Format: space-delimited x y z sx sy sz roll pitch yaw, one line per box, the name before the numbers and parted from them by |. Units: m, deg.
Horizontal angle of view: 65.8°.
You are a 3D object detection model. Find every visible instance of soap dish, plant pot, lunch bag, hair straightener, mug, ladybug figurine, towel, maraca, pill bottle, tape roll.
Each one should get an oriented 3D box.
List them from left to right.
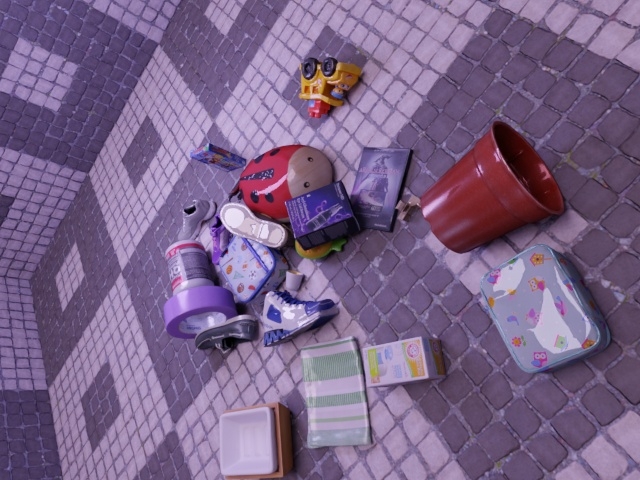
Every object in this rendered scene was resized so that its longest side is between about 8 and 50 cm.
pill bottle | -0.550 0.168 2.109 0.176 0.176 0.319 -42 53 26
tape roll | -0.467 0.284 1.931 0.274 0.274 0.090 -38 54 28
hair straightener | -0.311 -0.226 2.065 0.047 0.089 0.231 13 66 38
lunch bag | -0.264 0.083 1.919 0.243 0.115 0.303 -53 50 15
soap dish | -0.219 0.688 1.695 0.290 0.118 0.229 -23 64 36
ladybug figurine | -0.159 -0.223 1.874 0.449 0.161 0.305 -8 73 41
mug | -0.096 0.146 1.792 0.062 0.078 0.064 12 96 11
maraca | 0.000 0.000 1.713 0.185 0.099 0.127 -11 73 15
towel | 0.038 0.482 1.575 0.247 0.038 0.325 -21 64 36
plant pot | 0.419 -0.113 1.263 0.265 0.272 0.273 -39 54 39
lunch bag | 0.519 0.163 1.177 0.224 0.107 0.279 -40 52 33

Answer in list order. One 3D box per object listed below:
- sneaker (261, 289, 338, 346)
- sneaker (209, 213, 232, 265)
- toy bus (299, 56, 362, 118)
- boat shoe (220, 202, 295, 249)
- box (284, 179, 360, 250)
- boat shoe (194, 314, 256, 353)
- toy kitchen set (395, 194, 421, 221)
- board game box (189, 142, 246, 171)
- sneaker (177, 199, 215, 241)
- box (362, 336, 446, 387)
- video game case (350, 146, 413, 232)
sneaker | -0.107 0.237 1.700 0.315 0.127 0.182 -31 70 34
sneaker | -0.430 -0.013 2.103 0.095 0.104 0.237 13 88 42
toy bus | 0.026 -0.557 1.827 0.220 0.149 0.212 15 102 41
boat shoe | -0.237 -0.052 1.847 0.324 0.096 0.117 23 92 29
box | 0.007 -0.082 1.631 0.207 0.108 0.153 -22 60 6
boat shoe | -0.379 0.385 1.934 0.319 0.116 0.099 -27 57 29
toy kitchen set | 0.279 -0.089 1.497 0.075 0.068 0.083 43 107 41
board game box | -0.443 -0.357 2.147 0.136 0.201 0.035 -9 72 40
sneaker | -0.601 -0.098 2.272 0.262 0.121 0.099 -48 50 22
box | 0.233 0.344 1.389 0.203 0.103 0.114 -21 65 37
video game case | 0.188 -0.174 1.637 0.196 0.026 0.275 12 87 44
